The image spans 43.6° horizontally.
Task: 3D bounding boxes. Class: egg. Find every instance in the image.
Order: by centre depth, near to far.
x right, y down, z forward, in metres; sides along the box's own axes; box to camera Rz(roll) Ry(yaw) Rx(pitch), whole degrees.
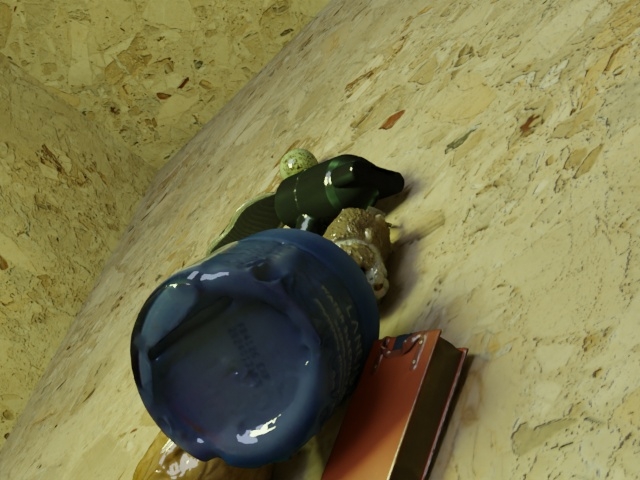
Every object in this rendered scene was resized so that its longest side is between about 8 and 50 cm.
[{"bbox_3d":[-0.046,-0.157,1.724,0.085,0.085,0.110,-48,17,11],"label":"egg"}]

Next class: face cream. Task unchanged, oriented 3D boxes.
[{"bbox_3d":[-0.072,0.124,0.966,0.249,0.249,0.225,-43,-3,23],"label":"face cream"}]

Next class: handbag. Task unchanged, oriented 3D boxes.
[{"bbox_3d":[0.083,0.193,0.889,0.127,0.063,0.190,-22,39,55],"label":"handbag"}]

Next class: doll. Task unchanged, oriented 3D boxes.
[{"bbox_3d":[0.056,0.010,1.174,0.115,0.105,0.221,-9,39,24],"label":"doll"}]

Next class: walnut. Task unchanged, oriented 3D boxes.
[{"bbox_3d":[-0.154,0.306,1.061,0.207,0.167,0.167,-51,20,-5],"label":"walnut"}]

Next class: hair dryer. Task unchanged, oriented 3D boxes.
[{"bbox_3d":[0.000,0.000,1.330,0.244,0.116,0.302,-16,51,58],"label":"hair dryer"}]

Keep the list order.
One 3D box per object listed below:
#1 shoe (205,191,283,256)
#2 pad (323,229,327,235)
[{"bbox_3d":[-0.160,-0.028,1.749,0.227,0.099,0.112,-46,13,16],"label":"shoe"},{"bbox_3d":[-0.033,0.026,1.491,0.269,0.012,0.269,-50,20,2],"label":"pad"}]
